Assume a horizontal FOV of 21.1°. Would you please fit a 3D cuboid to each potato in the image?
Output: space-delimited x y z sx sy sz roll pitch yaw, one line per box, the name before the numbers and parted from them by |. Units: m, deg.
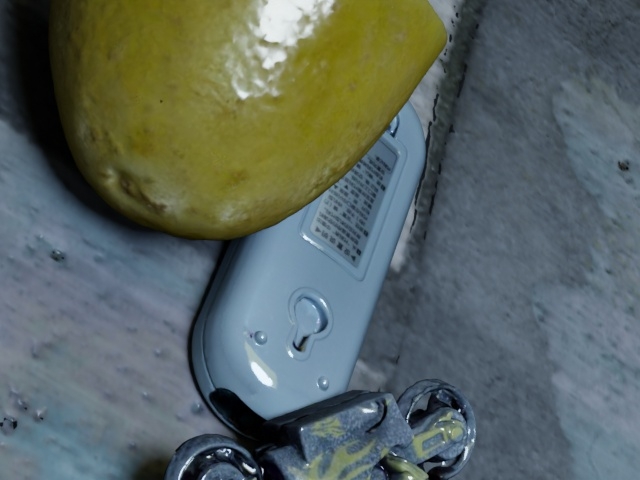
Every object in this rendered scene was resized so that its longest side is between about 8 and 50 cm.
potato | -0.058 -0.079 0.852 0.203 0.178 0.158 34 74 -29

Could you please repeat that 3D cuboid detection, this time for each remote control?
remote control | 0.000 0.000 0.925 0.087 0.047 0.244 39 49 -23

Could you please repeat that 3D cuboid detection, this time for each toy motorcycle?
toy motorcycle | 0.009 0.140 0.838 0.193 0.061 0.124 -10 95 -37
